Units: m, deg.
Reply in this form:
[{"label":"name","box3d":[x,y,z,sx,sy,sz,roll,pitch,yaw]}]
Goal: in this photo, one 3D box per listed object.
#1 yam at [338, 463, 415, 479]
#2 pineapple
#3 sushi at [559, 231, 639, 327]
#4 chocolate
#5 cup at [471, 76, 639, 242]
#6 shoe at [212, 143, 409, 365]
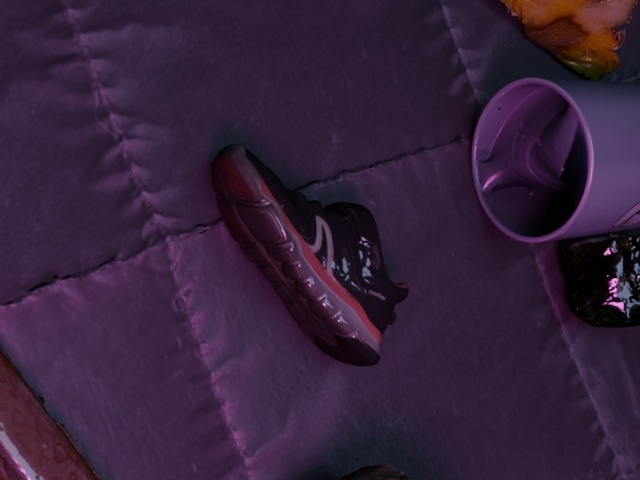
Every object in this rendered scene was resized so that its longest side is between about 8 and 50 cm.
[{"label":"yam","box3d":[0.014,0.358,0.949,0.271,0.202,0.201,-36,76,-32]},{"label":"pineapple","box3d":[0.375,-0.361,1.365,0.249,0.164,0.140,30,57,-19]},{"label":"sushi","box3d":[0.427,0.053,1.313,0.225,0.124,0.127,-5,81,-39]},{"label":"chocolate","box3d":[-0.281,0.183,0.875,0.102,0.065,0.329,-38,98,-32]},{"label":"cup","box3d":[0.380,-0.111,1.274,0.312,0.205,0.206,-6,81,-33]},{"label":"shoe","box3d":[0.000,0.000,1.063,0.137,0.114,0.291,-44,105,-26]}]
